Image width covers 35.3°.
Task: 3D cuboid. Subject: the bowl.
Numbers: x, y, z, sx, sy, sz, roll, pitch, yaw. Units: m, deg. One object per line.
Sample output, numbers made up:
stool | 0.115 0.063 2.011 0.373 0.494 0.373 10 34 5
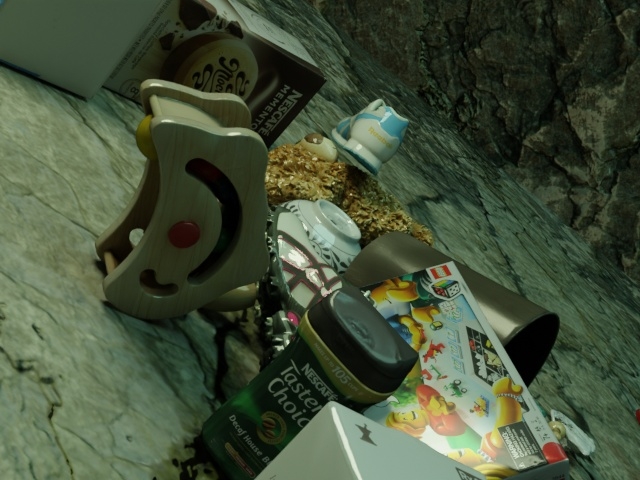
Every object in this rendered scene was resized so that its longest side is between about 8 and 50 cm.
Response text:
bowl | 0.000 0.000 1.301 0.170 0.080 0.170 37 20 -16

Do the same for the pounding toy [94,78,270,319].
pounding toy | -0.139 -0.033 0.950 0.154 0.269 0.155 -9 39 -14

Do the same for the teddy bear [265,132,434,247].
teddy bear | 0.045 -0.070 1.502 0.338 0.113 0.245 31 19 -30

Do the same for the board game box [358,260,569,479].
board game box | 0.095 0.151 1.004 0.305 0.193 0.053 -113 -171 -52

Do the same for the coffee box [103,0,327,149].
coffee box | -0.159 -0.254 1.413 0.297 0.168 0.119 22 27 -44

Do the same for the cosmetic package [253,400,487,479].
cosmetic package | 0.022 0.236 0.650 0.151 0.183 0.151 30 22 -31

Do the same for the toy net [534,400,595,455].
toy net | 0.294 0.248 1.396 0.232 0.045 0.122 30 20 -37

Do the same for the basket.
basket | 0.141 0.101 1.217 0.227 0.204 0.154 42 21 32

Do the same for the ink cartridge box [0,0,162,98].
ink cartridge box | -0.335 -0.325 1.217 0.171 0.168 0.232 19 28 -47

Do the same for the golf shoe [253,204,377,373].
golf shoe | -0.008 0.068 1.035 0.120 0.105 0.273 1 40 -10

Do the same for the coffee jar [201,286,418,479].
coffee jar | -0.009 0.127 0.830 0.096 0.184 0.079 47 19 16

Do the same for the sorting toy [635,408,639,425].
sorting toy | 0.571 0.395 1.576 0.132 0.046 0.274 16 49 -50

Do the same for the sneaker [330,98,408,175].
sneaker | 0.078 -0.157 1.490 0.087 0.092 0.228 39 5 -13
